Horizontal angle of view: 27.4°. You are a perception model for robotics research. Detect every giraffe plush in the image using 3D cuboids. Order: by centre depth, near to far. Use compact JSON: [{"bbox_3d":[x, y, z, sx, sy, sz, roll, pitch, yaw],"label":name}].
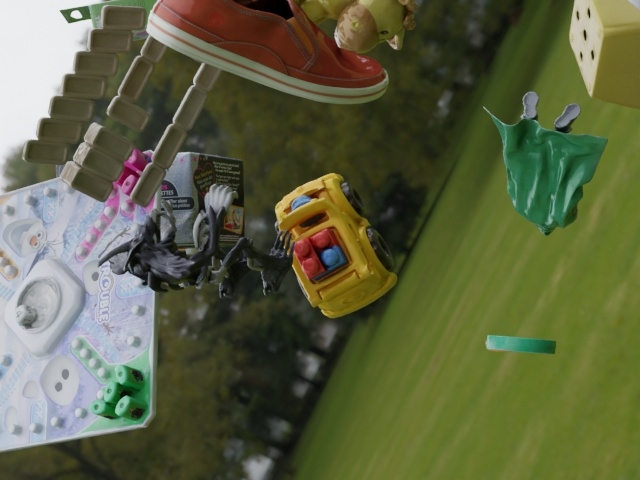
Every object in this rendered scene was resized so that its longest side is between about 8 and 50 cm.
[{"bbox_3d":[0.039,-0.318,1.748,0.210,0.170,0.181,-52,-11,9],"label":"giraffe plush"}]

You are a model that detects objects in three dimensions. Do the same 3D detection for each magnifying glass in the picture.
[{"bbox_3d":[0.264,0.145,1.817,0.231,0.092,0.026,142,132,-86],"label":"magnifying glass"}]

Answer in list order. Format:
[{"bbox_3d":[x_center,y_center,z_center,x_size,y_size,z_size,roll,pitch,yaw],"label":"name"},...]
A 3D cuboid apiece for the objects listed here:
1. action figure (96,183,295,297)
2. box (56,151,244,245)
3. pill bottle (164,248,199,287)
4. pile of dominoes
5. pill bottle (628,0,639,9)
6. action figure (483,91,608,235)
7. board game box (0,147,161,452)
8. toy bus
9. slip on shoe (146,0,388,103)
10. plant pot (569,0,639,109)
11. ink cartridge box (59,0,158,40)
[{"bbox_3d":[-0.168,0.003,1.704,0.275,0.164,0.141,12,-102,-51],"label":"action figure"},{"bbox_3d":[-0.262,-0.058,2.019,0.163,0.247,0.142,3,-96,-64],"label":"box"},{"bbox_3d":[-0.348,-0.029,2.382,0.162,0.278,0.162,-160,90,-89],"label":"pill bottle"},{"bbox_3d":[-0.255,-0.176,1.684,0.040,0.196,0.251,30,92,52],"label":"pile of dominoes"},{"bbox_3d":[0.459,-0.402,1.481,0.210,0.210,0.363,-63,-2,-16],"label":"pill bottle"},{"bbox_3d":[0.257,-0.075,1.492,0.063,0.137,0.232,-59,-22,-25],"label":"action figure"},{"bbox_3d":[-0.393,0.088,1.821,0.050,0.390,0.390,30,-128,-53],"label":"board game box"},{"bbox_3d":[0.000,0.000,2.070,0.149,0.220,0.211,-30,-14,13],"label":"toy bus"},{"bbox_3d":[-0.043,-0.235,1.526,0.123,0.331,0.101,43,113,49],"label":"slip on shoe"},{"bbox_3d":[0.493,-0.324,2.004,0.212,0.187,0.212,88,175,-52],"label":"plant pot"},{"bbox_3d":[-0.363,-0.402,2.402,0.109,0.209,0.062,136,123,-87],"label":"ink cartridge box"}]
